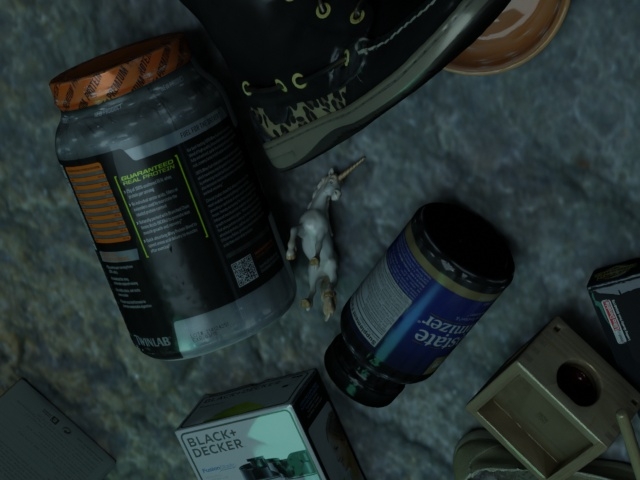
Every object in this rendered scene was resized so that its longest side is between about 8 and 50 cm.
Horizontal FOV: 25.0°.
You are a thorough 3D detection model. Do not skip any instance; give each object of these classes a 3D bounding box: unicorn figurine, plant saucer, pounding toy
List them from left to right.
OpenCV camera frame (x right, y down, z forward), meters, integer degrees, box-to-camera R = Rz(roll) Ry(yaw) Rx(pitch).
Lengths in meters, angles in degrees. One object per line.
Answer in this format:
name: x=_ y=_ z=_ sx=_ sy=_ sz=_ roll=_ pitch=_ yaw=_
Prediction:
unicorn figurine: x=0.000 y=0.000 z=1.561 sx=0.060 sy=0.111 sz=0.162 roll=12 pitch=132 yaw=6
plant saucer: x=0.150 y=-0.261 z=1.409 sx=0.200 sy=0.037 sz=0.200 roll=9 pitch=117 yaw=18
pounding toy: x=0.284 y=0.183 z=1.487 sx=0.206 sy=0.094 sz=0.181 roll=44 pitch=145 yaw=6

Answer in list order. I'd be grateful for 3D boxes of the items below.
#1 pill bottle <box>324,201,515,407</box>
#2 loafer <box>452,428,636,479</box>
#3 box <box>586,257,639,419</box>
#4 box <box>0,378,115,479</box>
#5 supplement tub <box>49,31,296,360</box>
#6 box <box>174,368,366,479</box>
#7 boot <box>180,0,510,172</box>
pill bottle: x=0.098 y=0.074 z=1.533 sx=0.123 sy=0.123 sz=0.219 roll=37 pitch=122 yaw=3
loafer: x=0.266 y=0.290 z=1.581 sx=0.269 sy=0.092 sz=0.102 roll=13 pitch=117 yaw=16
box: x=0.393 y=0.112 z=1.473 sx=0.175 sy=0.051 sz=0.220 roll=-16 pitch=107 yaw=27
box: x=-0.438 y=0.360 z=1.749 sx=0.168 sy=0.345 sz=0.215 roll=42 pitch=121 yaw=0
supplement tub: x=-0.161 y=-0.049 z=1.540 sx=0.194 sy=0.193 sz=0.316 roll=-11 pitch=109 yaw=26
box: x=-0.034 y=0.311 z=1.714 sx=0.169 sy=0.087 sz=0.290 roll=-15 pitch=106 yaw=27
boot: x=-0.007 y=-0.249 z=1.388 sx=0.284 sy=0.138 sz=0.377 roll=54 pitch=145 yaw=-4
